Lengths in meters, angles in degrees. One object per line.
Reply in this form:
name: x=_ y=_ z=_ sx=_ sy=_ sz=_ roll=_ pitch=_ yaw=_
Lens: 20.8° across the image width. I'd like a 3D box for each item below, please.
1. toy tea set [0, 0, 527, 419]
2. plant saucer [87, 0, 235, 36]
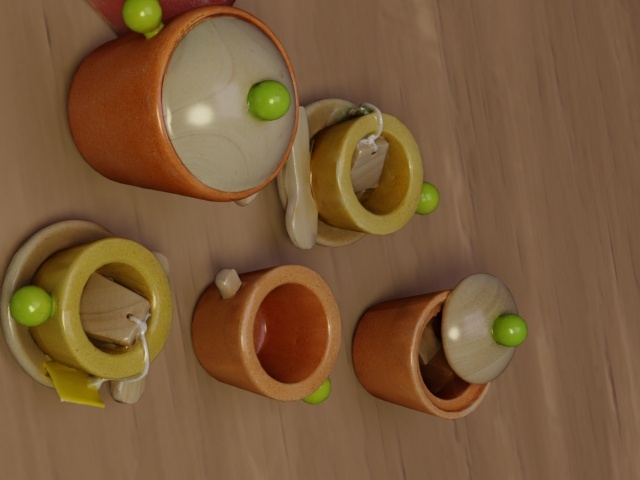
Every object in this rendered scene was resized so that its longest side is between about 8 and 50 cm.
toy tea set: x=0.000 y=0.000 z=0.915 sx=0.336 sy=0.124 sz=0.200 roll=13 pitch=81 yaw=-43
plant saucer: x=-0.088 y=-0.261 z=0.929 sx=0.258 sy=0.047 sz=0.259 roll=46 pitch=54 yaw=-30
